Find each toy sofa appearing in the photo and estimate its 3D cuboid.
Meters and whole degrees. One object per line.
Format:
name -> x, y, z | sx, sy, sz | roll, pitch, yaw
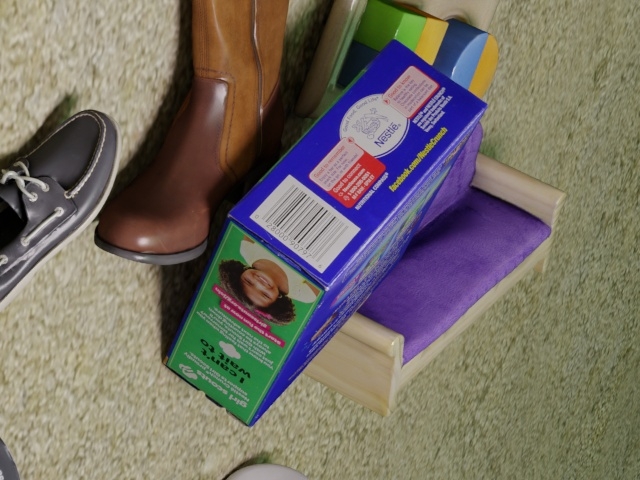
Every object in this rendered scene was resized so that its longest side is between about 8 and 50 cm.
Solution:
toy sofa -> 0.121, 0.017, 2.118 | 0.362, 0.150, 0.177 | -38, 145, -42

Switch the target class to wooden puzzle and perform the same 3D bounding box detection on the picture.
wooden puzzle -> 0.129, -0.260, 1.958 | 0.348, 0.080, 0.322 | -2, 116, -61

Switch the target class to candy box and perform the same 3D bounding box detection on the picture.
candy box -> 0.000, 0.000, 1.805 | 0.268, 0.122, 0.317 | -48, 171, -32

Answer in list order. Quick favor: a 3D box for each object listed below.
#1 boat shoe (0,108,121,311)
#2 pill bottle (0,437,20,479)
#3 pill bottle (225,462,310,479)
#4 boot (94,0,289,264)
boat shoe -> -0.234, -0.027, 1.516 | 0.206, 0.075, 0.065 | -53, 155, -11
pill bottle -> -0.355, 0.221, 1.457 | 0.246, 0.130, 0.130 | -19, 130, -55
pill bottle -> -0.064, 0.363, 2.133 | 0.117, 0.117, 0.215 | -37, 143, -43
boot -> -0.097, -0.137, 1.642 | 0.264, 0.096, 0.280 | -30, 138, -48
